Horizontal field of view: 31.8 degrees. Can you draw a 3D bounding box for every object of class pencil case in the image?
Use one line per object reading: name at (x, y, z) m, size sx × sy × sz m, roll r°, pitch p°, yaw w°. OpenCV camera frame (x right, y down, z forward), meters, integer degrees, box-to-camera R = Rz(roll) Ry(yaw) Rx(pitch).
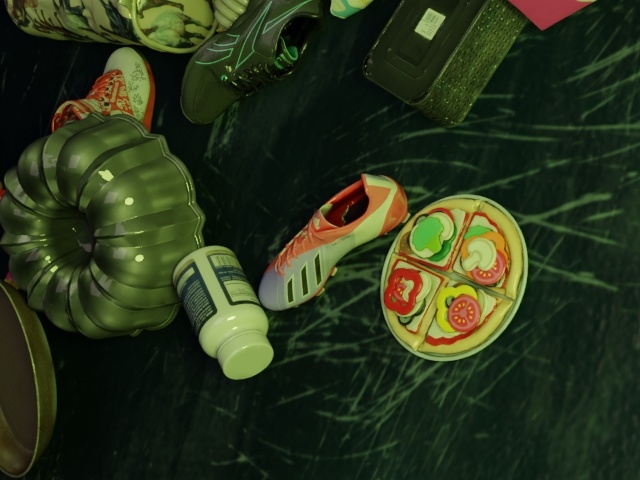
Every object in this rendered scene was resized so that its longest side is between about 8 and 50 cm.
pencil case at (-0.350, -0.392, 1.787) m, size 0.410 × 0.183 × 0.160 m, roll 15°, pitch 84°, yaw 43°

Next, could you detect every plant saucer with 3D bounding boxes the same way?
plant saucer at (-0.466, 0.198, 1.684) m, size 0.310 × 0.050 × 0.310 m, roll 14°, pitch 108°, yaw 51°

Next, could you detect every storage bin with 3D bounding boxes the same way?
storage bin at (0.152, -0.245, 1.373) m, size 0.122 × 0.084 × 0.180 m, roll 40°, pitch 101°, yaw 42°

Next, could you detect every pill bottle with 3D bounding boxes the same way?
pill bottle at (-0.124, 0.096, 1.470) m, size 0.094 × 0.094 × 0.169 m, roll -45°, pitch 50°, yaw 19°

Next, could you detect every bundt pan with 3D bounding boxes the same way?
bundt pan at (-0.325, -0.012, 1.567) m, size 0.331 × 0.124 × 0.331 m, roll 8°, pitch 105°, yaw 31°

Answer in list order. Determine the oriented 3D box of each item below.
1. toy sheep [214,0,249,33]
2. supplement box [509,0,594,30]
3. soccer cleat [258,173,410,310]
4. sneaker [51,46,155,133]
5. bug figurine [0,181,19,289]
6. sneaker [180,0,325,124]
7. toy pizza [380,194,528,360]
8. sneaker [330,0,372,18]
toy sheep at (-0.110, -0.347, 1.634) m, size 0.091 × 0.091 × 0.132 m, roll 52°, pitch 122°, yaw 39°
supplement box at (0.255, -0.378, 1.318) m, size 0.111 × 0.114 × 0.220 m, roll -28°, pitch 59°, yaw 29°
soccer cleat at (0.000, 0.000, 1.401) m, size 0.248 × 0.095 × 0.083 m, roll -37°, pitch 54°, yaw 24°
sneaker at (-0.336, -0.208, 1.729) m, size 0.090 × 0.145 × 0.270 m, roll -22°, pitch 60°, yaw 33°
bug figurine at (-0.520, 0.011, 1.853) m, size 0.216 × 0.072 × 0.279 m, roll -13°, pitch 61°, yaw 30°
sneaker at (-0.098, -0.258, 1.579) m, size 0.267 × 0.101 × 0.106 m, roll -49°, pitch 54°, yaw 18°
toy pizza at (0.147, 0.040, 1.304) m, size 0.201 × 0.032 × 0.201 m, roll -16°, pitch 64°, yaw 36°
sneaker at (-0.005, -0.408, 1.522) m, size 0.092 × 0.087 × 0.229 m, roll -40°, pitch 79°, yaw 25°
